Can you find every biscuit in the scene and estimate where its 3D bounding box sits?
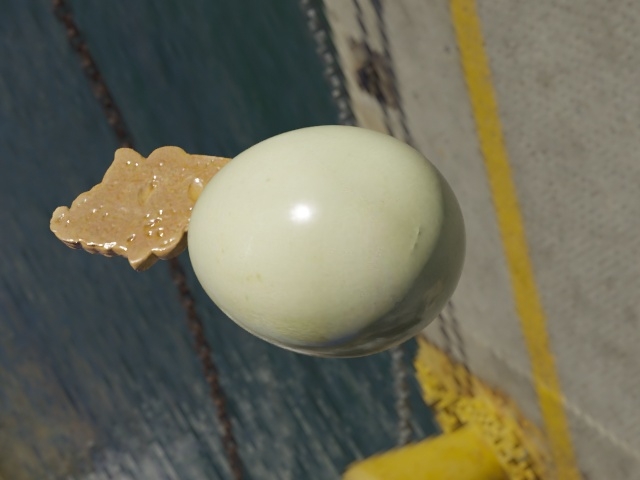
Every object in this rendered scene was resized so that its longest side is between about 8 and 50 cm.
[{"bbox_3d":[-0.176,-0.040,1.743,0.035,0.250,0.162,56,-153,-56],"label":"biscuit"}]

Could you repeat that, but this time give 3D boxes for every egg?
[{"bbox_3d":[0.000,0.000,1.299,0.253,0.188,0.189,6,127,39],"label":"egg"}]
